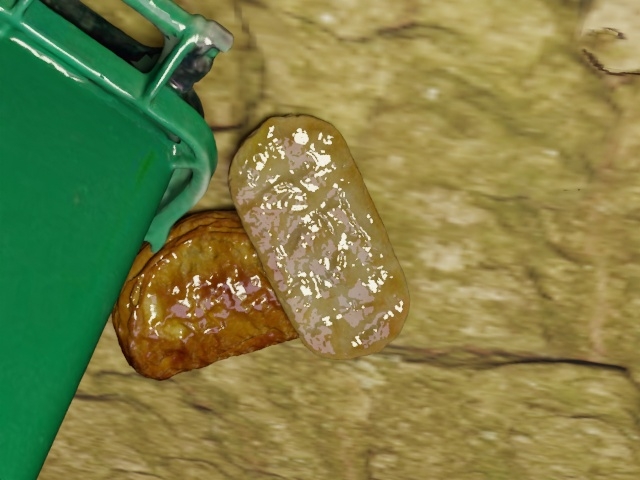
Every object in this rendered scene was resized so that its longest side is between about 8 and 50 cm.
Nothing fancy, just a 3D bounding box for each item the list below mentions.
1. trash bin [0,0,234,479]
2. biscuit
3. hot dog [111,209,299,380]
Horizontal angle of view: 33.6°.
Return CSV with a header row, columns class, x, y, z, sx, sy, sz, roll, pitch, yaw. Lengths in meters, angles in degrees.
class,x,y,z,sx,sy,sz,roll,pitch,yaw
trash bin,-0.212,0.041,0.444,0.259,0.381,0.295,33,131,-24
biscuit,0.000,0.000,0.585,0.071,0.018,0.147,-24,104,1
hot dog,-0.051,0.032,0.631,0.147,0.065,0.099,-19,132,-3
